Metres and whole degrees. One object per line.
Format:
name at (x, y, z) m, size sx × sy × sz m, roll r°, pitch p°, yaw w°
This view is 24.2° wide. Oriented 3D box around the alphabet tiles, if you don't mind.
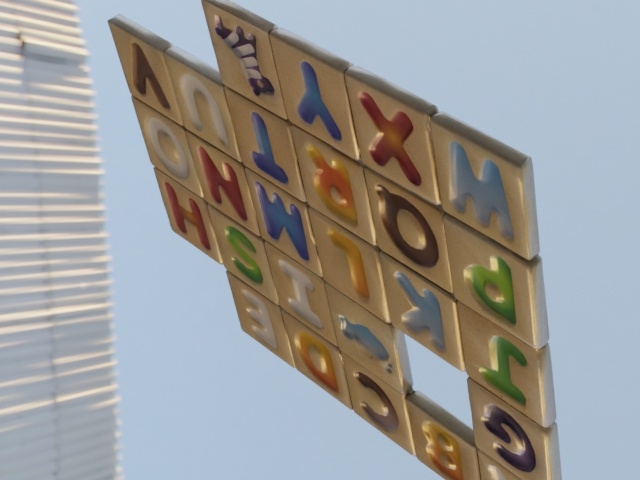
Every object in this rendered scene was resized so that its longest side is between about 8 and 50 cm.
alphabet tiles at (0.000, 0.000, 0.578) m, size 0.237 × 0.009 × 0.198 m, roll 32°, pitch -32°, yaw 39°
